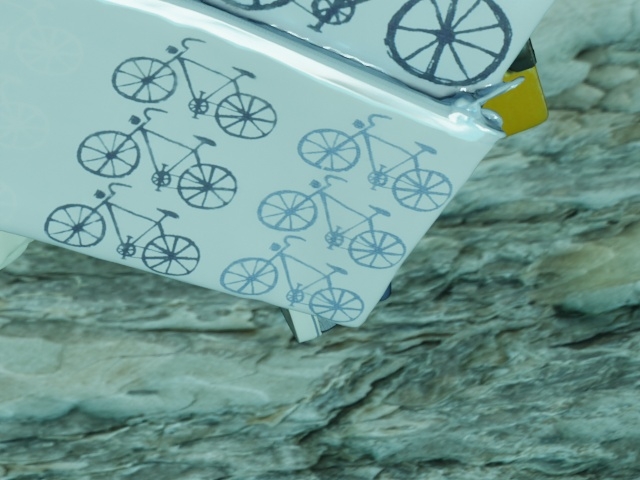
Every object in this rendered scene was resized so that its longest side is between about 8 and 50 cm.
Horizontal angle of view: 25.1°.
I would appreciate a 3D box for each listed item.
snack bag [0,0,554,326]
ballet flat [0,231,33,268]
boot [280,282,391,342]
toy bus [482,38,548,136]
[{"bbox_3d":[-0.046,-0.107,0.697,0.323,0.037,0.342,18,130,-20],"label":"snack bag"},{"bbox_3d":[-0.254,-0.022,0.828,0.400,0.139,0.139,-15,141,-10],"label":"ballet flat"},{"bbox_3d":[0.000,0.000,1.035,0.086,0.069,0.190,-26,150,-6],"label":"boot"},{"bbox_3d":[0.041,-0.174,0.781,0.108,0.130,0.332,-16,143,10],"label":"toy bus"}]
